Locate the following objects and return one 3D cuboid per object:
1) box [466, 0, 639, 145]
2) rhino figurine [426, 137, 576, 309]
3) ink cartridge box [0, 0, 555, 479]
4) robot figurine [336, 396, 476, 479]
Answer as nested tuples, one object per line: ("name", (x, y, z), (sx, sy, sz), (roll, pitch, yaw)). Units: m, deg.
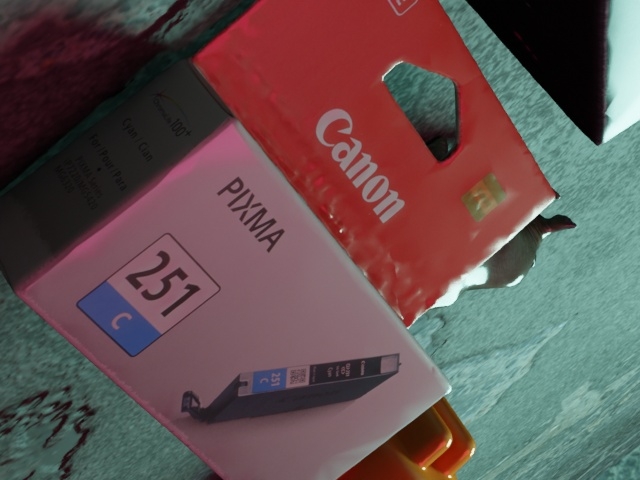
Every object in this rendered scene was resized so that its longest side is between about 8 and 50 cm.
("box", (0.044, -0.188, 0.499), (0.143, 0.270, 0.165), (-38, 160, -4))
("rhino figurine", (0.089, -0.009, 1.219), (0.243, 0.106, 0.073), (-15, 150, -48))
("ink cartridge box", (0.000, 0.000, 1.001), (0.261, 0.066, 0.296), (-39, 140, 1))
("robot figurine", (0.033, 0.222, 1.597), (0.219, 0.128, 0.158), (-44, -176, 14))
